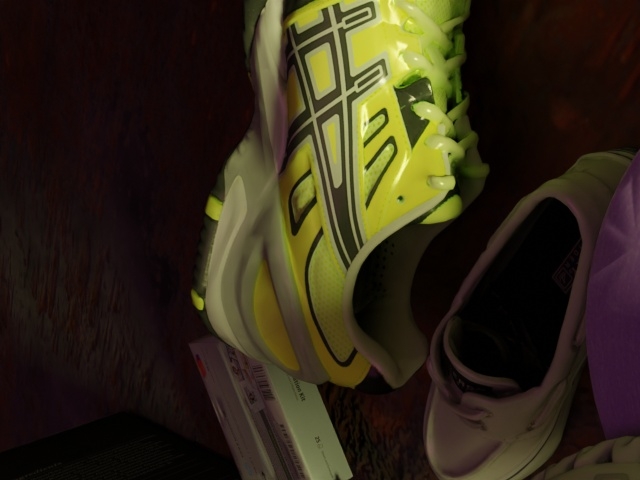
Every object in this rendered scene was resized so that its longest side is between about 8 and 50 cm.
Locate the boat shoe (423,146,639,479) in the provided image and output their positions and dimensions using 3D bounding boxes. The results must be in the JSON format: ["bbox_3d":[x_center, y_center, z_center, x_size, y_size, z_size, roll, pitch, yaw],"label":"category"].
[{"bbox_3d":[0.106,0.065,0.497,0.096,0.088,0.267,54,140,28],"label":"boat shoe"}]

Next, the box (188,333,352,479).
[{"bbox_3d":[-0.051,0.142,0.758,0.186,0.038,0.145,-26,85,63],"label":"box"}]

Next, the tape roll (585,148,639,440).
[{"bbox_3d":[0.235,0.049,0.310,0.275,0.090,0.274,23,119,49],"label":"tape roll"}]

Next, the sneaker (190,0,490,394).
[{"bbox_3d":[0.039,-0.089,0.507,0.147,0.145,0.384,25,117,30],"label":"sneaker"}]

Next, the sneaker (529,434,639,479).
[{"bbox_3d":[0.132,0.131,0.306,0.292,0.118,0.110,-38,73,55],"label":"sneaker"}]

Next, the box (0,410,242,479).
[{"bbox_3d":[-0.206,0.390,0.947,0.395,0.212,0.293,4,105,53],"label":"box"}]
